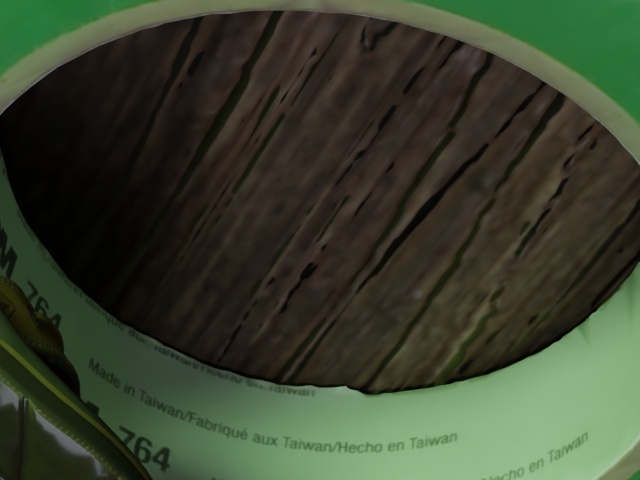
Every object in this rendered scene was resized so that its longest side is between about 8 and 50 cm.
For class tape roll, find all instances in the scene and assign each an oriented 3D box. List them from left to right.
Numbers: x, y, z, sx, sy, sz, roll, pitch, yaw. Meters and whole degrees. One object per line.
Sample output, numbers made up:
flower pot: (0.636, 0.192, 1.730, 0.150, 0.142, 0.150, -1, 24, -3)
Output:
tape roll: (0.000, 0.000, 0.510, 0.321, 0.077, 0.321, 3, 134, 3)

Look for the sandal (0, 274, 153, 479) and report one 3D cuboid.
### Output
sandal: (-0.116, 0.039, 0.475, 0.090, 0.060, 0.219, -34, 106, 25)
